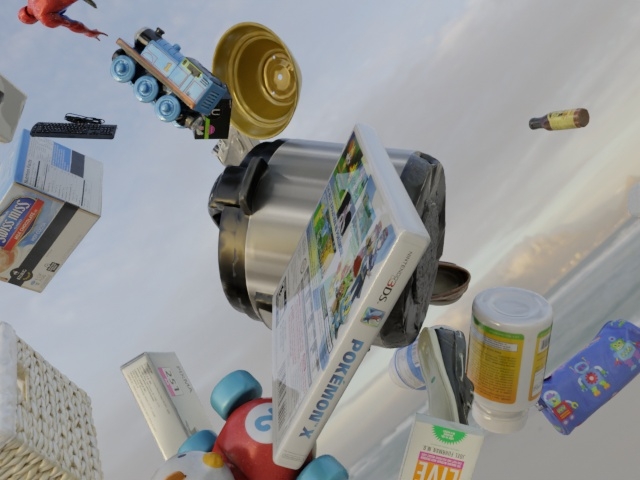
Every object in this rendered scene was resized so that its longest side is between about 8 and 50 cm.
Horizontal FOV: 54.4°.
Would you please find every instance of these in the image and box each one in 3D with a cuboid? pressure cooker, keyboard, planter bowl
[{"bbox_3d":[0.002,-0.005,1.174,0.375,0.421,0.369,-47,-37,-59],"label":"pressure cooker"},{"bbox_3d":[-0.592,-0.279,1.500,0.192,0.100,0.038,1,-58,-11],"label":"keyboard"},{"bbox_3d":[-0.102,-0.310,1.198,0.090,0.217,0.217,-29,-20,-48],"label":"planter bowl"}]

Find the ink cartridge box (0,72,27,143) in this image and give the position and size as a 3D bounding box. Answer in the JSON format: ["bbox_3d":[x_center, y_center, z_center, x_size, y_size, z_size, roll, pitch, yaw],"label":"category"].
[{"bbox_3d":[-0.707,-0.294,1.132,0.273,0.197,0.114,67,-144,-73],"label":"ink cartridge box"}]

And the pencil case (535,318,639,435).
[{"bbox_3d":[0.619,0.305,1.422,0.306,0.133,0.119,-39,-22,-2],"label":"pencil case"}]

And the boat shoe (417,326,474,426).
[{"bbox_3d":[0.212,0.244,0.979,0.079,0.233,0.084,8,-37,-15],"label":"boat shoe"}]

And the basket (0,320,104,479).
[{"bbox_3d":[-0.609,0.394,1.114,0.331,0.328,0.266,-37,-55,-5],"label":"basket"}]

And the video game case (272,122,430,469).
[{"bbox_3d":[0.013,0.043,0.738,0.329,0.036,0.299,-98,31,-63],"label":"video game case"}]

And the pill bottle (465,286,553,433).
[{"bbox_3d":[0.333,0.219,1.120,0.136,0.136,0.245,-26,-55,-42],"label":"pill bottle"}]

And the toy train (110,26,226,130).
[{"bbox_3d":[-0.240,-0.254,0.968,0.105,0.184,0.080,-49,-8,7],"label":"toy train"}]

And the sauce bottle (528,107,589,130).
[{"bbox_3d":[0.487,-0.246,1.280,0.042,0.042,0.128,-33,20,-28],"label":"sauce bottle"}]

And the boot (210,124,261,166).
[{"bbox_3d":[-0.233,-0.263,1.604,0.123,0.258,0.095,-31,20,-2],"label":"boot"}]

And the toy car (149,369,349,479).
[{"bbox_3d":[-0.130,0.302,0.784,0.238,0.219,0.210,14,-71,-56],"label":"toy car"}]

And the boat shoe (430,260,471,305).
[{"bbox_3d":[0.199,0.099,1.457,0.325,0.123,0.116,-8,-18,-14],"label":"boat shoe"}]

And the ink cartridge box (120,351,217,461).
[{"bbox_3d":[-0.221,0.327,1.099,0.060,0.275,0.239,-32,-13,4],"label":"ink cartridge box"}]

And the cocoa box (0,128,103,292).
[{"bbox_3d":[-0.770,-0.073,1.661,0.228,0.231,0.347,26,-57,-36],"label":"cocoa box"}]

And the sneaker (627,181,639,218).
[{"bbox_3d":[0.536,-0.046,0.867,0.212,0.094,0.080,-128,44,-72],"label":"sneaker"}]

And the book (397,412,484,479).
[{"bbox_3d":[0.166,0.321,0.881,0.035,0.096,0.144,-60,-18,-72],"label":"book"}]

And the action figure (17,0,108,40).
[{"bbox_3d":[-0.325,-0.385,0.930,0.281,0.091,0.139,-18,3,22],"label":"action figure"}]

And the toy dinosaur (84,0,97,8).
[{"bbox_3d":[-0.401,-0.406,0.800,0.064,0.118,0.268,-32,-19,10],"label":"toy dinosaur"}]

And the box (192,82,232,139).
[{"bbox_3d":[-0.190,-0.222,1.074,0.062,0.052,0.083,-5,-45,-20],"label":"box"}]

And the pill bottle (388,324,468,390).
[{"bbox_3d":[0.240,0.279,1.437,0.124,0.124,0.221,-33,-9,-26],"label":"pill bottle"}]
